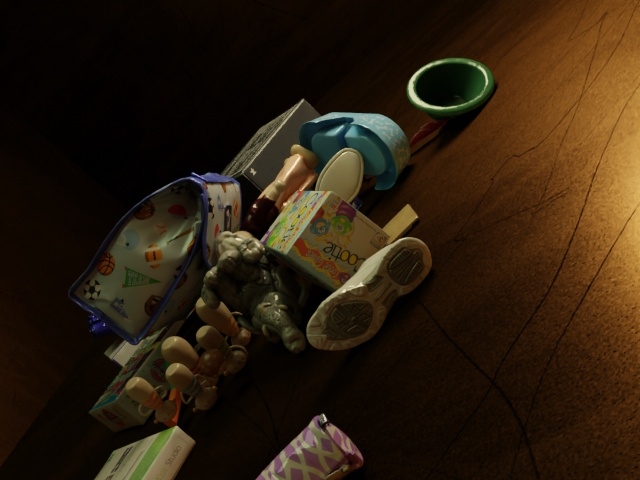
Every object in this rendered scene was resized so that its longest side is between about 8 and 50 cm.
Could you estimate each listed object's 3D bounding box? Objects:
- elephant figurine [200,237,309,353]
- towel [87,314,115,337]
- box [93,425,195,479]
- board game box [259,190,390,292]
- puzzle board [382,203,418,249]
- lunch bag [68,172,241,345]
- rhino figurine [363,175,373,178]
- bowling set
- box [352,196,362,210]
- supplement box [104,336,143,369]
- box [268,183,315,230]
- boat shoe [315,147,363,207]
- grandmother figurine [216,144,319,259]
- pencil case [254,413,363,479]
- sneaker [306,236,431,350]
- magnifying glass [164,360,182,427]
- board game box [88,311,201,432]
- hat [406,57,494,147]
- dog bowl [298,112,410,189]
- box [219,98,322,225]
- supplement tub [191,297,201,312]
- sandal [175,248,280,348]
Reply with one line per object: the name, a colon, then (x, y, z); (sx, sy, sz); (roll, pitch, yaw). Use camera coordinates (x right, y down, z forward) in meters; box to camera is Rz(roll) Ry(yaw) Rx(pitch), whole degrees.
elephant figurine: (-0.101, 0.126, 1.536); (0.186, 0.239, 0.169); (-39, -15, -44)
towel: (-0.542, 0.216, 2.408); (0.308, 0.076, 0.228); (-13, 2, -20)
box: (-0.386, 0.492, 1.556); (0.322, 0.058, 0.232); (-33, 20, 50)
board game box: (0.000, 0.000, 1.538); (0.142, 0.144, 0.275); (-54, 14, -5)
puzzle board: (0.128, -0.009, 1.489); (0.128, 0.011, 0.096); (-46, 15, 9)
lunch bag: (-0.333, 0.017, 1.849); (0.385, 0.239, 0.328); (-56, -4, 8)
rhino figurine: (0.095, -0.186, 1.955); (0.243, 0.073, 0.106); (-45, 18, 13)
bowling set: (-0.228, 0.266, 1.602); (0.287, 0.154, 0.200); (-49, 32, -13)
box: (0.042, -0.057, 1.848); (0.081, 0.028, 0.136); (-54, 13, -25)
supplement box: (-0.550, 0.335, 2.367); (0.114, 0.111, 0.220); (-51, 15, -17)
box: (-0.093, -0.083, 2.290); (0.191, 0.045, 0.184); (-43, 12, 15)
boat shoe: (0.027, -0.074, 1.735); (0.079, 0.095, 0.254); (118, 167, -85)
grandmother figurine: (-0.119, -0.066, 1.791); (0.342, 0.104, 0.207); (-57, -8, -31)
pencil case: (-0.035, 0.307, 0.964); (0.206, 0.086, 0.088); (-48, 37, 2)
sneaker: (0.073, 0.086, 1.268); (0.232, 0.090, 0.115); (-39, 7, -3)
magnifying glass: (-0.316, 0.320, 1.789); (0.026, 0.092, 0.231); (-38, 26, 22)
board game box: (-0.435, 0.334, 2.059); (0.224, 0.097, 0.303); (-29, 23, 54)
hat: (0.277, -0.272, 1.746); (0.209, 0.183, 0.173); (11, 56, 24)
dog bowl: (0.078, -0.207, 1.792); (0.297, 0.165, 0.074); (11, 44, 47)
box: (-0.130, -0.200, 2.250); (0.296, 0.183, 0.294); (-54, 16, -24)
supplement tub: (-0.367, 0.182, 2.257); (0.198, 0.106, 0.106); (-43, 14, 22)
sandal: (-0.187, 0.128, 1.881); (0.446, 0.107, 0.167); (-45, 15, 31)
